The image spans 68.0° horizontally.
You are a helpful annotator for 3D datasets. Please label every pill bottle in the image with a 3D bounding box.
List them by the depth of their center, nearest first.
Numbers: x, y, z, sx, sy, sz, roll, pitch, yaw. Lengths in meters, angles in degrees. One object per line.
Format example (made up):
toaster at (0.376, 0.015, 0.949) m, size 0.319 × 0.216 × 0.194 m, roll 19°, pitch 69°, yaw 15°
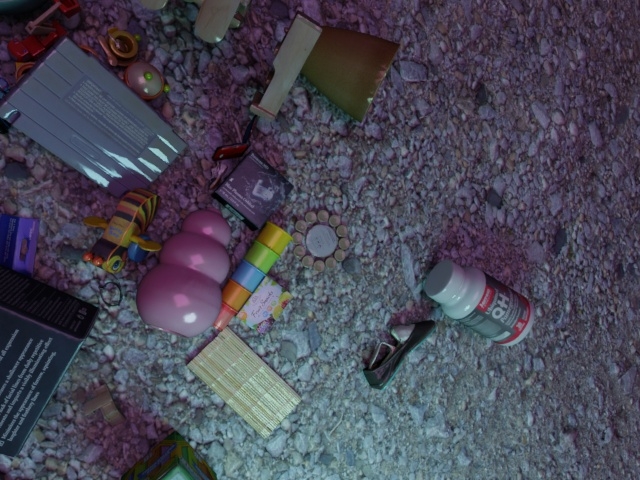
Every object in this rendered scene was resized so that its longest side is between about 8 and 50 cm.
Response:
pill bottle at (0.489, 0.188, 1.481) m, size 0.319 × 0.176 × 0.176 m, roll 29°, pitch 79°, yaw -16°

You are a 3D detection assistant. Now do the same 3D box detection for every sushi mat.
sushi mat at (-0.206, 0.397, 1.319) m, size 0.151 × 0.019 × 0.316 m, roll -46°, pitch 102°, yaw -16°

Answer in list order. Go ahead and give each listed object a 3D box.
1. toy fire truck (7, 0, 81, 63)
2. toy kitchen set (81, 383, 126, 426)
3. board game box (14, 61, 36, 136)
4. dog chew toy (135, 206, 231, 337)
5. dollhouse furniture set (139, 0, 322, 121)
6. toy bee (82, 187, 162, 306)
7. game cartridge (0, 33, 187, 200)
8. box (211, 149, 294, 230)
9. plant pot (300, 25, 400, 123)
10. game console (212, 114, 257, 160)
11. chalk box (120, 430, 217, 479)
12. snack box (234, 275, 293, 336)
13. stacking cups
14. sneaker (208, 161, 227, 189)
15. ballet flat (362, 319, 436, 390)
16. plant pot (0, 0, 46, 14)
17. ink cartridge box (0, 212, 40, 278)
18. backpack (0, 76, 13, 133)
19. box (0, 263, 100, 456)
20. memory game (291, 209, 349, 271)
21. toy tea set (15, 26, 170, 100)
toy fire truck at (-0.659, -0.499, 1.129) m, size 0.192 × 0.135 × 0.047 m, roll -43°, pitch 101°, yaw -16°
toy kitchen set at (-0.547, 0.424, 1.193) m, size 0.068 × 0.075 × 0.083 m, roll -28°, pitch 58°, yaw -21°
board game box at (-0.660, -0.344, 1.168) m, size 0.141 × 0.048 × 0.170 m, roll -5°, pitch 89°, yaw -20°
dog chew toy at (-0.323, 0.070, 1.199) m, size 0.207 × 0.207 × 0.331 m, roll 24°, pitch 70°, yaw -17°
dollhouse furniture set at (-0.231, -0.521, 1.181) m, size 0.394 × 0.362 × 0.256 m, roll 26°, pitch 115°, yaw -16°
toy bee at (-0.476, 0.015, 1.130) m, size 0.195 × 0.162 × 0.298 m, roll 1°, pitch 87°, yaw 8°
game cartridge at (-0.514, -0.267, 1.113) m, size 0.230 × 0.068 × 0.355 m, roll -50°, pitch 133°, yaw -5°
box at (-0.186, -0.136, 1.304) m, size 0.156 × 0.093 × 0.158 m, roll 41°, pitch 75°, yaw -13°
plant pot at (0.060, -0.500, 1.348) m, size 0.254 × 0.237 × 0.237 m, roll 28°, pitch 79°, yaw -1°
game console at (-0.230, -0.273, 1.265) m, size 0.124 × 0.144 × 0.085 m, roll -13°, pitch 92°, yaw -19°
chalk box at (-0.352, 0.616, 1.117) m, size 0.179 × 0.289 × 0.180 m, roll -39°, pitch 101°, yaw -16°
snack box at (-0.159, 0.183, 1.331) m, size 0.100 × 0.037 × 0.141 m, roll 39°, pitch 77°, yaw -13°
stacking cups at (-0.194, 0.101, 1.293) m, size 0.096 × 0.096 × 0.316 m, roll 35°, pitch 79°, yaw -15°
sneaker at (-0.289, -0.179, 1.305) m, size 0.037 × 0.032 × 0.083 m, roll 28°, pitch 74°, yaw -2°
ballet flat at (0.234, 0.324, 1.437) m, size 0.096 × 0.095 × 0.280 m, roll 44°, pitch 75°, yaw 0°
plant pot at (-0.730, -0.638, 1.077) m, size 0.290 × 0.195 × 0.290 m, roll 0°, pitch 88°, yaw -19°
ink cartridge box at (-0.844, 0.006, 1.088) m, size 0.333 × 0.065 × 0.165 m, roll 6°, pitch 86°, yaw -20°
backpack at (-0.781, -0.331, 1.061) m, size 0.158 × 0.173 × 0.116 m, roll 20°, pitch 82°, yaw -17°
box at (-0.738, 0.215, 1.000) m, size 0.396 × 0.212 × 0.293 m, roll 31°, pitch 91°, yaw -20°
memory game at (0.000, 0.000, 1.406) m, size 0.186 × 0.012 × 0.186 m, roll 1°, pitch 87°, yaw -19°
toy tea set at (-0.535, -0.390, 1.135) m, size 0.336 × 0.124 × 0.200 m, roll -39°, pitch 109°, yaw -31°
